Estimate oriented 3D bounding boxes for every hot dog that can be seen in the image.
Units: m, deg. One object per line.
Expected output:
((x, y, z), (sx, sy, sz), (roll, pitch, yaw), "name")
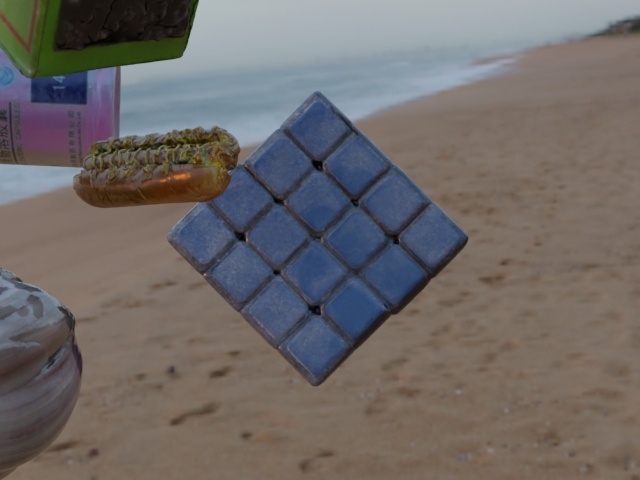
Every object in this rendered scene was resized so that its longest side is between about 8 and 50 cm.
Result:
((-0.141, -0.063, 0.962), (0.165, 0.045, 0.071), (-3, 46, 30), "hot dog")

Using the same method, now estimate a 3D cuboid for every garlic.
((-0.316, 0.091, 0.960), (0.207, 0.207, 0.257), (-8, 28, -13), "garlic")

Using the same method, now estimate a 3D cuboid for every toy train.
((-0.183, -0.288, 0.803), (0.173, 0.307, 0.249), (-15, 51, -37), "toy train")

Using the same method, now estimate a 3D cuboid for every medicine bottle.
((-0.364, -0.163, 1.289), (0.254, 0.152, 0.152), (2, 8, -8), "medicine bottle")

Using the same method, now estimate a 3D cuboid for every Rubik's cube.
((0.000, 0.000, 1.833), (0.337, 0.344, 0.344), (-44, -4, 1), "Rubik's cube")
